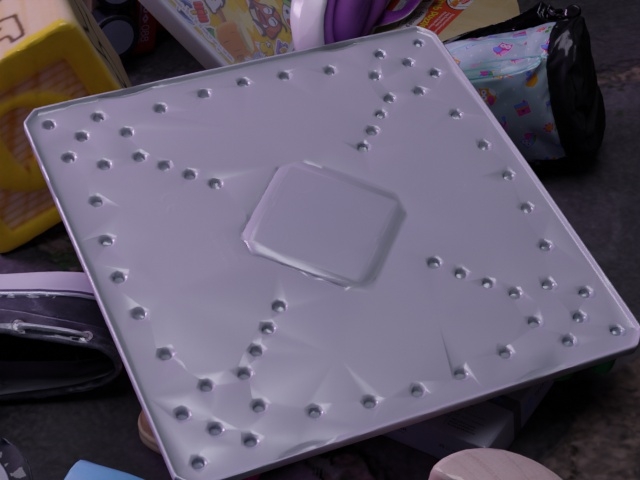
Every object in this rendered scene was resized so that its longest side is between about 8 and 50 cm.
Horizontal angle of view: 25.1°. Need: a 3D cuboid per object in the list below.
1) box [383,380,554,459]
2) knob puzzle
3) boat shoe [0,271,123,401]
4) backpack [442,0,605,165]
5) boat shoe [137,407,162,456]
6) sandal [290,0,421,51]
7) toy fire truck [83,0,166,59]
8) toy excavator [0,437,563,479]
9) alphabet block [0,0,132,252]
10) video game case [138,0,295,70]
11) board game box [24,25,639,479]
[{"bbox_3d":[0.118,0.098,1.190,0.145,0.038,0.186,20,45,28],"label":"box"},{"bbox_3d":[0.135,-0.253,1.615,0.213,0.030,0.213,-4,39,3],"label":"knob puzzle"},{"bbox_3d":[-0.312,0.096,1.209,0.301,0.108,0.102,-2,38,-5],"label":"boat shoe"},{"bbox_3d":[0.172,-0.139,1.389,0.182,0.152,0.115,-4,29,23],"label":"backpack"},{"bbox_3d":[-0.052,0.069,1.207,0.104,0.089,0.285,20,47,29],"label":"boat shoe"},{"bbox_3d":[0.083,-0.317,1.556,0.102,0.169,0.416,8,54,22],"label":"sandal"},{"bbox_3d":[-0.152,-0.315,1.605,0.246,0.217,0.158,-12,37,-30],"label":"toy fire truck"},{"bbox_3d":[-0.076,0.274,0.911,0.445,0.222,0.433,18,44,8],"label":"toy excavator"},{"bbox_3d":[-0.293,-0.144,1.390,0.193,0.192,0.197,-31,41,1],"label":"alphabet block"},{"bbox_3d":[-0.092,-0.261,1.509,0.026,0.227,0.206,-23,34,40],"label":"video game case"},{"bbox_3d":[0.000,0.000,1.178,0.390,0.050,0.390,-15,53,-20],"label":"board game box"}]
